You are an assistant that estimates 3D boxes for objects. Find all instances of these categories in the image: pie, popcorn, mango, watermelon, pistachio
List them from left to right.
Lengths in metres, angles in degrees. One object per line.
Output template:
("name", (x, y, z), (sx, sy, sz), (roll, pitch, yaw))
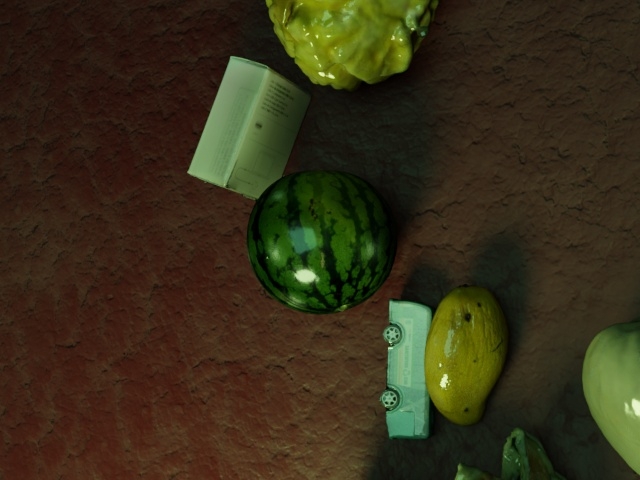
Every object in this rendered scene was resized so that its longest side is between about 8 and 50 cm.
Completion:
("watermelon", (0.000, 0.000, 1.880), (0.285, 0.285, 0.285), (-4, 81, 24))
("popcorn", (0.049, -0.473, 1.938), (0.349, 0.349, 0.381), (-53, 41, 9))
("mango", (0.265, 0.208, 1.811), (0.109, 0.157, 0.262), (4, 93, 62))
("pie", (0.329, 0.477, 1.651), (0.075, 0.337, 0.337), (-26, 71, 44))
("pistachio", (0.564, 0.276, 1.632), (0.226, 0.208, 0.332), (-38, 86, 26))

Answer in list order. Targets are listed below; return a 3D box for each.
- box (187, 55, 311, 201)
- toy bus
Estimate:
("box", (-0.136, -0.214, 2.014), (0.106, 0.203, 0.251), (22, 92, 26))
("toy bus", (0.165, 0.240, 1.883), (0.109, 0.091, 0.261), (1, 84, 14))
